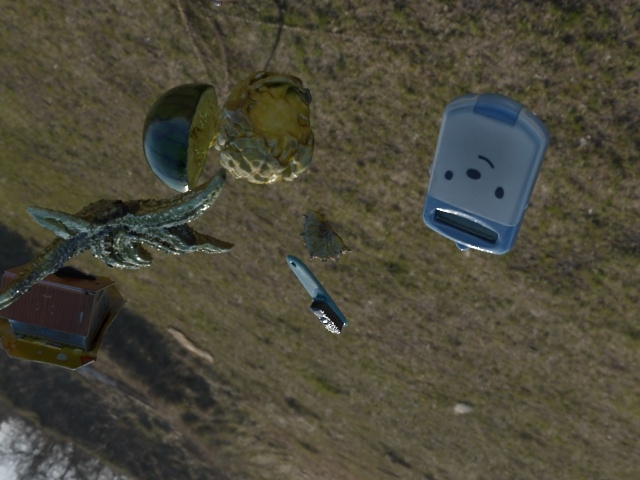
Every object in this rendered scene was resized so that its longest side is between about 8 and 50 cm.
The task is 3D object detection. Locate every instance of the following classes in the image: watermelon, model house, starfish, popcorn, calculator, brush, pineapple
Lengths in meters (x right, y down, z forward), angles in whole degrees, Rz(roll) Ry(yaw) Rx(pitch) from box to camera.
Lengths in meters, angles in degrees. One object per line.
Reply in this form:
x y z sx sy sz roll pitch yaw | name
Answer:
-0.131 -0.097 0.605 0.062 0.105 0.105 14 157 2 | watermelon
-0.459 0.086 1.109 0.219 0.207 0.136 15 137 0 | model house
-0.133 -0.008 0.479 0.176 0.053 0.208 -23 174 22 | starfish
-0.113 -0.228 1.380 0.190 0.250 0.250 2 146 39 | popcorn
0.185 -0.070 0.754 0.121 0.039 0.210 26 133 22 | calculator
-0.009 0.094 1.076 0.043 0.032 0.193 6 145 39 | brush
0.000 0.000 0.793 0.019 0.045 0.083 23 -155 -51 | pineapple

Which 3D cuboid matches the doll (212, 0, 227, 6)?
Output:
-0.094 -0.332 0.655 0.096 0.188 0.145 3 -160 -10 | doll
